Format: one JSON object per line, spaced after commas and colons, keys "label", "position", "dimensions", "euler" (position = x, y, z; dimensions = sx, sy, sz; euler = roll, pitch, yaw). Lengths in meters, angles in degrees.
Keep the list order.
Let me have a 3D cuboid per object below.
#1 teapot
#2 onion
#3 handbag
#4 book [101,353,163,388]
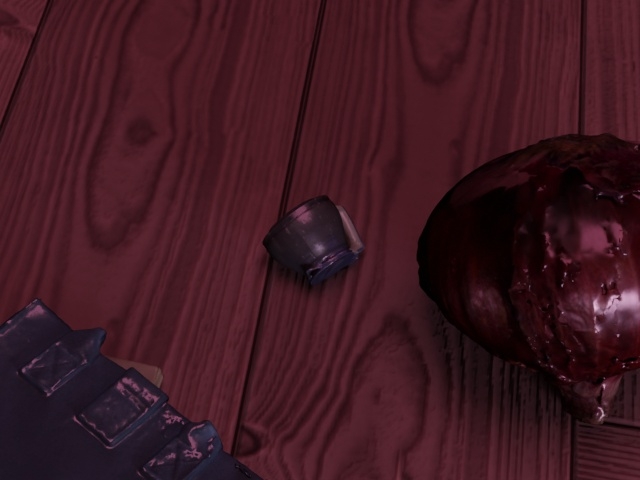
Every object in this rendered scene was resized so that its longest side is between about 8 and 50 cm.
{"label": "teapot", "position": [0.000, 0.000, 1.187], "dimensions": [0.088, 0.066, 0.057], "euler": [-24, 74, -50]}
{"label": "onion", "position": [0.193, 0.028, 1.095], "dimensions": [0.252, 0.219, 0.252], "euler": [0, 9, 0]}
{"label": "handbag", "position": [-0.166, 0.154, 1.009], "dimensions": [0.229, 0.062, 0.179], "euler": [35, 55, 20]}
{"label": "book", "position": [-0.248, 0.131, 1.067], "dimensions": [0.232, 0.022, 0.162], "euler": [14, 53, 5]}
